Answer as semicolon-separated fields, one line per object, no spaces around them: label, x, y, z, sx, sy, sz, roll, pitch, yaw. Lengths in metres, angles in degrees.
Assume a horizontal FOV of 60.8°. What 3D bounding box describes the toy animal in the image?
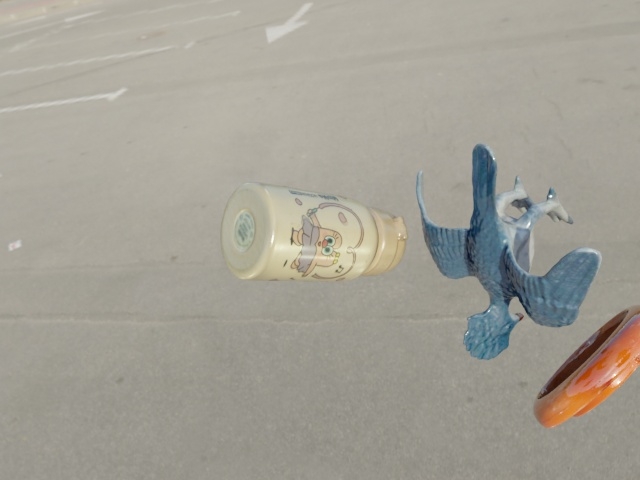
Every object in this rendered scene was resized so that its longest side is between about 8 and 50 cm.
toy animal;0.189;0.020;0.573;0.176;0.255;0.239;-51;38;-9

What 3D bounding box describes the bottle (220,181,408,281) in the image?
bottle;0.000;0.000;0.596;0.209;0.097;0.110;6;-25;-41

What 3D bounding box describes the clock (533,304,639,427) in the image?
clock;0.355;0.164;0.702;0.205;0.205;0.051;-33;66;-29
